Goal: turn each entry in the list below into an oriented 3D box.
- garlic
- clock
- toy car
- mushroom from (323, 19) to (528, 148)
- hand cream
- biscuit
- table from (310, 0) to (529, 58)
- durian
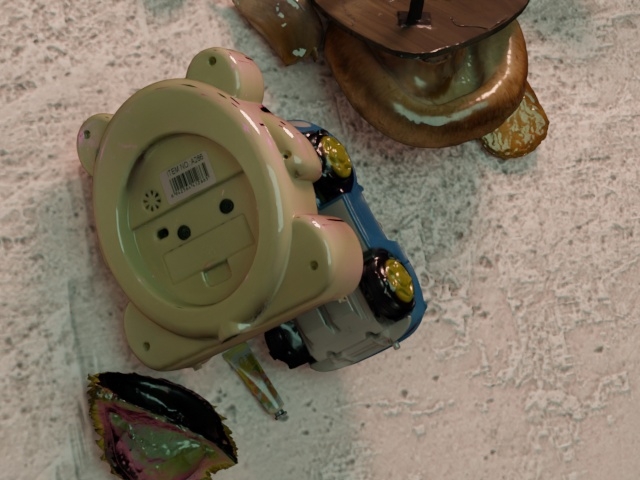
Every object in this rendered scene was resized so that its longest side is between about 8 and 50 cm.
[{"bbox_3d":[-0.050,-0.292,1.546,0.152,0.066,0.084,49,64,-9],"label":"garlic"},{"bbox_3d":[-0.126,-0.034,1.332,0.114,0.284,0.309,-2,68,-63],"label":"clock"},{"bbox_3d":[0.000,0.000,1.435,0.314,0.198,0.166,62,28,5],"label":"toy car"},{"bbox_3d":[0.140,-0.238,1.575,0.278,0.146,0.278,4,58,-7],"label":"mushroom"},{"bbox_3d":[-0.075,0.169,1.435,0.035,0.022,0.102,-34,87,-21],"label":"hand cream"},{"bbox_3d":[0.231,-0.229,1.684,0.118,0.029,0.247,-27,88,-19],"label":"biscuit"},{"bbox_3d":[0.143,-0.419,1.481,0.317,0.249,0.317,2,36,-1],"label":"table"},{"bbox_3d":[-0.189,0.221,1.340,0.187,0.119,0.108,25,104,-5],"label":"durian"}]
